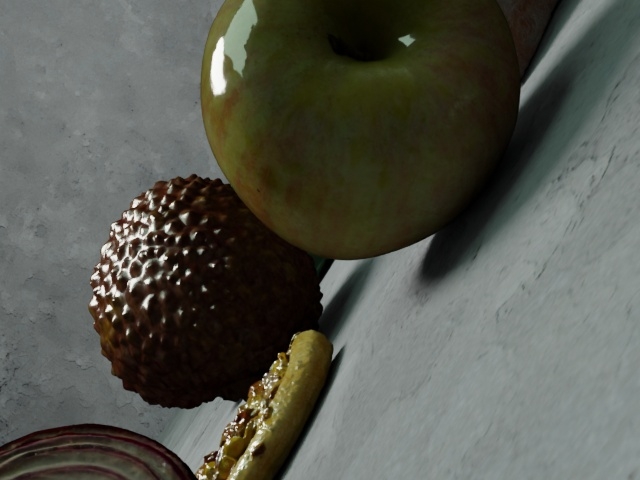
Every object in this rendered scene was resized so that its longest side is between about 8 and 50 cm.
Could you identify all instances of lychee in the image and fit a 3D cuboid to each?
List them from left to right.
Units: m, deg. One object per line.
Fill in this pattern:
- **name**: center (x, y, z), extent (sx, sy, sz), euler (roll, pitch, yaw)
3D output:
- **lychee**: center (-0.136, 0.069, 1.171), extent (0.276, 0.304, 0.275), euler (-27, -12, -6)

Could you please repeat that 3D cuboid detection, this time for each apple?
- **apple**: center (0.031, -0.112, 0.801), extent (0.256, 0.257, 0.234), euler (-58, -13, -16)

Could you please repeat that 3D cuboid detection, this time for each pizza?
- **pizza**: center (-0.059, 0.181, 0.899), extent (0.246, 0.058, 0.127), euler (-55, 3, -18)

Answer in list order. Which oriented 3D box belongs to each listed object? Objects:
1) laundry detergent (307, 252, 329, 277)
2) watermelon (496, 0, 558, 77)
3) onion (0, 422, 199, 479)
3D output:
- **laundry detergent**: center (0.000, 0.000, 1.635), extent (0.210, 0.063, 0.137), euler (-59, -2, -31)
- **watermelon**: center (0.118, -0.248, 1.070), extent (0.250, 0.283, 0.292), euler (-34, 43, 53)
- **onion**: center (-0.177, 0.260, 0.709), extent (0.207, 0.216, 0.206), euler (-55, -21, -55)
